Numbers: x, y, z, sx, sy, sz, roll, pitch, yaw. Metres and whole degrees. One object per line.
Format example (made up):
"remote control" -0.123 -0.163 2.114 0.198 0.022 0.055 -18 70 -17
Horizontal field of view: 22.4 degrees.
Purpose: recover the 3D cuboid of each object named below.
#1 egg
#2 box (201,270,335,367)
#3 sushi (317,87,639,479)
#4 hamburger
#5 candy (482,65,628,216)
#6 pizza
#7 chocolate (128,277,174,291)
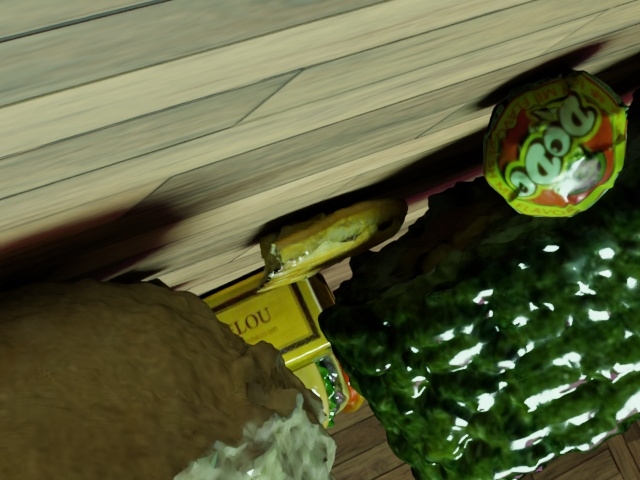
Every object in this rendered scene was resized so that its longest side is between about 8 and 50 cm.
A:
"egg" -0.123 0.144 0.837 0.279 0.279 0.310 -27 -173 19
"box" -0.077 0.097 1.470 0.193 0.084 0.301 -24 175 2
"sushi" 0.186 0.022 1.195 0.352 0.178 0.294 -28 -168 10
"hamburger" -0.016 0.157 1.961 0.115 0.162 0.162 -24 175 -26
"candy" 0.157 -0.072 1.064 0.091 0.083 0.305 -43 179 12
"pizza" 0.000 -0.001 1.134 0.099 0.035 0.160 -29 172 37
"chocolate" -0.232 0.111 1.020 0.329 0.065 0.102 -23 -150 -1
